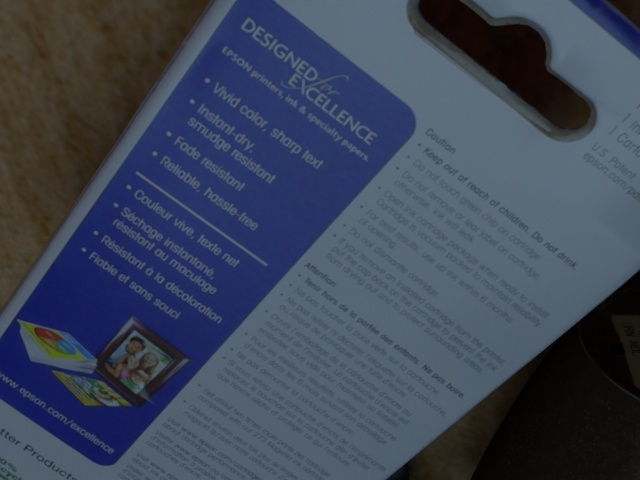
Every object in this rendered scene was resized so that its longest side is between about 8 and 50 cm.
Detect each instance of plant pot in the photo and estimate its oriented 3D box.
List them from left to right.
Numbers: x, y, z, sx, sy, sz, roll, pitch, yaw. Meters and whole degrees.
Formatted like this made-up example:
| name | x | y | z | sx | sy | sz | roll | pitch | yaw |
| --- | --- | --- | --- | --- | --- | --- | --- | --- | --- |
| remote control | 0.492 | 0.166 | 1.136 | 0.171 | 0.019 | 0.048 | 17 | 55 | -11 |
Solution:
| name | x | y | z | sx | sy | sz | roll | pitch | yaw |
| --- | --- | --- | --- | --- | --- | --- | --- | --- | --- |
| plant pot | 0.166 | 0.144 | 0.515 | 0.215 | 0.215 | 0.231 | 9 | 124 | 11 |

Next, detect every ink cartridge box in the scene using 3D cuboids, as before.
| name | x | y | z | sx | sy | sz | roll | pitch | yaw |
| --- | --- | --- | --- | --- | --- | --- | --- | --- | --- |
| ink cartridge box | -0.021 | 0.023 | 0.419 | 0.175 | 0.069 | 0.371 | 37 | 125 | -9 |

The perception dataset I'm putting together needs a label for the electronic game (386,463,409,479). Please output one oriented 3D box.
| name | x | y | z | sx | sy | sz | roll | pitch | yaw |
| --- | --- | --- | --- | --- | --- | --- | --- | --- | --- |
| electronic game | -0.052 | 0.176 | 0.656 | 0.229 | 0.048 | 0.229 | -5 | 115 | -11 |
